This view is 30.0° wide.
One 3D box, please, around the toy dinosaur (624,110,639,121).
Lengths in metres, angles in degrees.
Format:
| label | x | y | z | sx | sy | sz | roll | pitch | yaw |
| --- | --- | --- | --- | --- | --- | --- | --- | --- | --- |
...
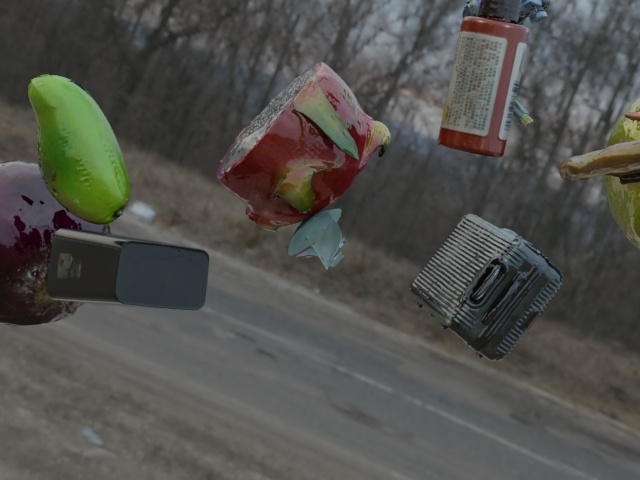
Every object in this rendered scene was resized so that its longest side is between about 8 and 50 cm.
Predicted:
| label | x | y | z | sx | sy | sz | roll | pitch | yaw |
| --- | --- | --- | --- | --- | --- | --- | --- | --- | --- |
| toy dinosaur | 0.428 | -0.134 | 1.218 | 0.055 | 0.101 | 0.279 | -29 | 16 | -24 |

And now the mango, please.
| label | x | y | z | sx | sy | sz | roll | pitch | yaw |
| --- | --- | --- | --- | --- | --- | --- | --- | --- | --- |
| mango | -0.354 | -0.130 | 1.721 | 0.233 | 0.125 | 0.111 | 61 | 13 | -2 |

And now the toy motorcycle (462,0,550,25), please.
| label | x | y | z | sx | sy | sz | roll | pitch | yaw |
| --- | --- | --- | --- | --- | --- | --- | --- | --- | --- |
| toy motorcycle | 0.356 | -0.445 | 2.295 | 0.136 | 0.092 | 0.254 | -22 | -8 | 28 |

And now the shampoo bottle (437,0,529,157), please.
| label | x | y | z | sx | sy | sz | roll | pitch | yaw |
| --- | --- | --- | --- | --- | --- | --- | --- | --- | --- |
| shampoo bottle | 0.254 | -0.270 | 1.799 | 0.104 | 0.278 | 0.104 | 11 | 8 | -1 |

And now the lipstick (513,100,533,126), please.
| label | x | y | z | sx | sy | sz | roll | pitch | yaw |
| --- | --- | --- | --- | --- | --- | --- | --- | --- | --- |
| lipstick | 0.359 | -0.241 | 2.196 | 0.037 | 0.037 | 0.116 | 17 | 28 | -37 |

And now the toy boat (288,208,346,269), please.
| label | x | y | z | sx | sy | sz | roll | pitch | yaw |
| --- | --- | --- | --- | --- | --- | --- | --- | --- | --- |
| toy boat | 0.005 | -0.009 | 1.903 | 0.034 | 0.105 | 0.149 | 45 | -15 | -27 |

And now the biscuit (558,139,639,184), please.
| label | x | y | z | sx | sy | sz | roll | pitch | yaw |
| --- | --- | --- | --- | --- | --- | --- | --- | --- | --- |
| biscuit | 0.401 | -0.102 | 1.391 | 0.260 | 0.041 | 0.203 | -10 | -6 | -14 |

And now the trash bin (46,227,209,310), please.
| label | x | y | z | sx | sy | sz | roll | pitch | yaw |
| --- | --- | --- | --- | --- | --- | --- | --- | --- | --- |
| trash bin | -0.290 | 0.050 | 1.809 | 0.165 | 0.115 | 0.225 | 9 | -3 | -35 |

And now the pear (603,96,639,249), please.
| label | x | y | z | sx | sy | sz | roll | pitch | yaw |
| --- | --- | --- | --- | --- | --- | --- | --- | --- | --- |
| pear | 0.689 | -0.122 | 2.152 | 0.391 | 0.391 | 0.391 | 22 | 7 | -3 |

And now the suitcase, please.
| label | x | y | z | sx | sy | sz | roll | pitch | yaw |
| --- | --- | --- | --- | --- | --- | --- | --- | --- | --- |
| suitcase | 0.275 | 0.073 | 2.027 | 0.128 | 0.202 | 0.312 | 37 | 2 | -15 |

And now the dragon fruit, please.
| label | x | y | z | sx | sy | sz | roll | pitch | yaw |
| --- | --- | --- | --- | --- | --- | --- | --- | --- | --- |
| dragon fruit | -0.031 | -0.139 | 1.974 | 0.189 | 0.290 | 0.290 | 46 | 3 | -11 |

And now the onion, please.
| label | x | y | z | sx | sy | sz | roll | pitch | yaw |
| --- | --- | --- | --- | --- | --- | --- | --- | --- | --- |
| onion | -0.530 | -0.019 | 2.149 | 0.337 | 0.260 | 0.282 | -3 | 38 | -35 |
